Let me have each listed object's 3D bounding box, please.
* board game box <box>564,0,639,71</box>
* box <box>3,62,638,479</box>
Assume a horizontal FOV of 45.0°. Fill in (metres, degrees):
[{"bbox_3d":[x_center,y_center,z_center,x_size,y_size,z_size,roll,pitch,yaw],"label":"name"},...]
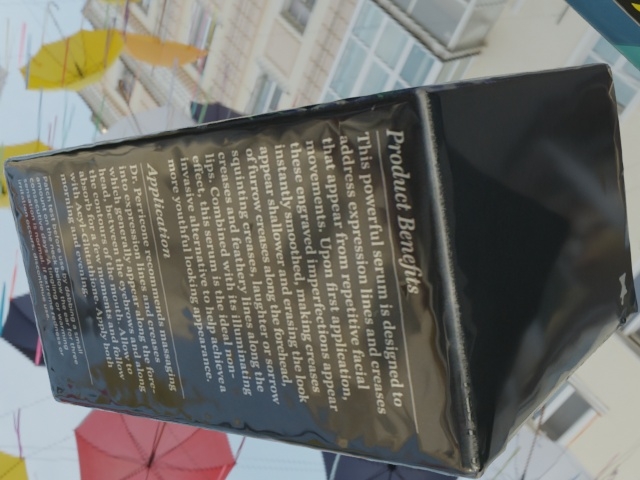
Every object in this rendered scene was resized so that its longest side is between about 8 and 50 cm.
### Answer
[{"bbox_3d":[0.205,-0.113,0.212,0.253,0.079,0.336,25,177,-35],"label":"board game box"},{"bbox_3d":[0.000,0.000,0.613,0.395,0.212,0.293,-2,-169,38],"label":"box"}]
